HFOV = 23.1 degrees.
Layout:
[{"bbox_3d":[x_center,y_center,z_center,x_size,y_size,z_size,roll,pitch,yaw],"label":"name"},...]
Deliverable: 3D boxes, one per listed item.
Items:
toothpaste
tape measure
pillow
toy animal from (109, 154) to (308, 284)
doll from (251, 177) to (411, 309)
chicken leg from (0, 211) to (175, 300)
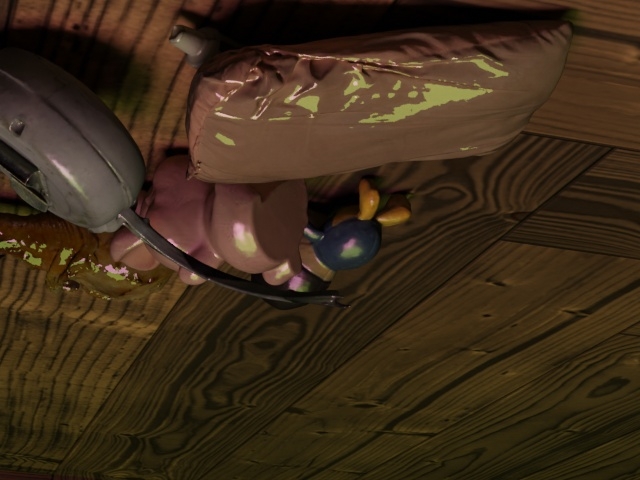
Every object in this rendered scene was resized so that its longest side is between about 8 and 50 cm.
[{"bbox_3d":[-0.037,-0.119,1.160,0.049,0.031,0.204,-21,154,34],"label":"toothpaste"},{"bbox_3d":[-0.135,-0.025,1.146,0.330,0.084,0.164,35,168,17],"label":"tape measure"},{"bbox_3d":[0.035,-0.096,1.125,0.270,0.067,0.173,-6,156,-6],"label":"pillow"},{"bbox_3d":[-0.117,-0.018,1.348,0.212,0.124,0.124,-3,161,34],"label":"toy animal"},{"bbox_3d":[0.000,0.000,1.434,0.179,0.089,0.102,-36,143,25],"label":"doll"},{"bbox_3d":[-0.248,0.008,1.475,0.227,0.088,0.103,5,177,-10],"label":"chicken leg"}]
